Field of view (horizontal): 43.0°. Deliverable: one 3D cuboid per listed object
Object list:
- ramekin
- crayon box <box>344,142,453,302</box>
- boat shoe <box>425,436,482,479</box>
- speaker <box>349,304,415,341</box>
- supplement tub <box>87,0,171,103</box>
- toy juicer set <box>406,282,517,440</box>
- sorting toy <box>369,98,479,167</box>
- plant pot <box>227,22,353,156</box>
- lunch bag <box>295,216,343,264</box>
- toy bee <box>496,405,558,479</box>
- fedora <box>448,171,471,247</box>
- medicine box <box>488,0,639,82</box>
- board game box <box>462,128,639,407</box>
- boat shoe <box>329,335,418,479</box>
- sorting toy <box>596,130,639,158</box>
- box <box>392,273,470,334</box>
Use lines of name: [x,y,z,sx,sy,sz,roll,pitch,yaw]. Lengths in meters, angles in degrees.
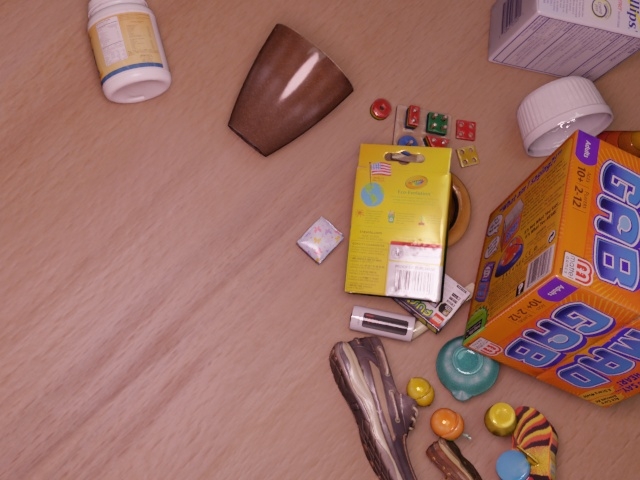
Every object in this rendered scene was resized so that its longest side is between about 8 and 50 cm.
ramekin: [0.548,-0.286,1.855,0.207,0.207,0.109,-13,73,-15]
crayon box: [0.169,-0.037,1.702,0.202,0.081,0.319,6,86,13]
boat shoe: [0.291,0.494,1.718,0.060,0.064,0.178,-37,93,17]
speaker: [0.130,0.176,1.727,0.136,0.055,0.055,12,76,4]
supplement tub: [-0.401,-0.402,1.692,0.144,0.144,0.200,-14,82,-15]
toy juicer set: [0.280,0.275,1.751,0.209,0.089,0.329,-15,66,3]
sorting toy: [0.244,-0.239,1.855,0.274,0.046,0.132,10,77,-11]
plant pot: [-0.085,-0.300,1.728,0.215,0.215,0.230,40,88,-2]
lunch bag: [0.000,0.000,1.750,0.071,0.053,0.083,42,83,0]
toy bee: [0.455,0.505,1.694,0.195,0.162,0.298,16,81,-54]
fedora: [0.239,-0.066,1.802,0.194,0.079,0.194,3,76,-12]
medicine box: [0.571,-0.499,1.866,0.289,0.263,0.149,9,78,-11]
board game box: [0.554,0.069,1.656,0.356,0.356,0.356,23,58,-7]
boat shoe: [0.141,0.359,1.669,0.130,0.132,0.355,-21,85,-15]
sorting toy: [0.828,-0.180,1.907,0.365,0.126,0.127,20,68,-16]
box: [0.206,0.094,1.757,0.207,0.036,0.114,39,73,14]
